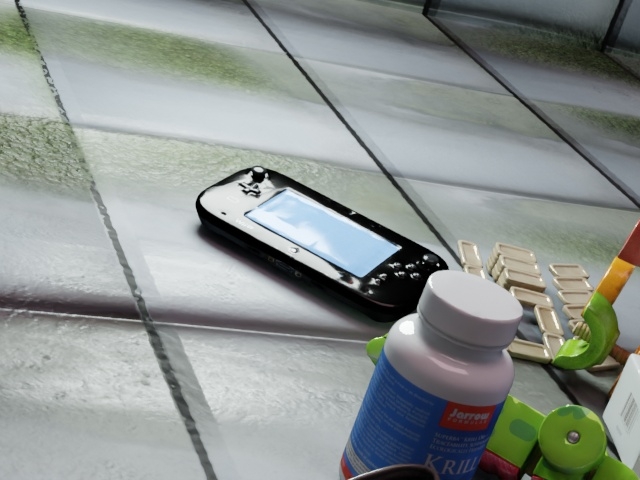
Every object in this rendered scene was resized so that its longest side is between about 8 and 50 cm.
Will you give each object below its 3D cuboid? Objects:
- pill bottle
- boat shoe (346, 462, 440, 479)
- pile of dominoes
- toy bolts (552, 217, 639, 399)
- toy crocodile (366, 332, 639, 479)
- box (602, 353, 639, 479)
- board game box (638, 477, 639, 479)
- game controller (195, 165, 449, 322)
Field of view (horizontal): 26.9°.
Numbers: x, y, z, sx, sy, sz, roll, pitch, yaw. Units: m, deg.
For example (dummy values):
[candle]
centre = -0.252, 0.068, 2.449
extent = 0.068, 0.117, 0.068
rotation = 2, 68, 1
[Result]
[pill bottle]
centre = 0.105, 0.145, 1.234
extent = 0.124, 0.221, 0.124
rotation = 15, 24, -7
[boat shoe]
centre = -0.031, 0.245, 1.072
extent = 0.335, 0.095, 0.112
rotation = -5, 33, -43
[pile of dominoes]
centre = 0.276, 0.094, 1.733
extent = 0.196, 0.040, 0.251
rotation = 14, 32, -13
[toy bolts]
centre = 0.414, 0.076, 1.601
extent = 0.158, 0.228, 0.218
rotation = 32, 26, 10
[toy crocodile]
centre = 0.186, 0.196, 1.346
extent = 0.340, 0.105, 0.115
rotation = 29, -16, 24
[box]
centre = 0.420, 0.212, 1.481
extent = 0.170, 0.091, 0.130
rotation = 15, 23, -8
[board game box]
centre = 0.429, 0.256, 1.217
extent = 0.291, 0.232, 0.141
rotation = 1, 29, -33
[game controller]
centre = 0.000, 0.000, 1.670
extent = 0.319, 0.067, 0.166
rotation = 27, 25, 21
